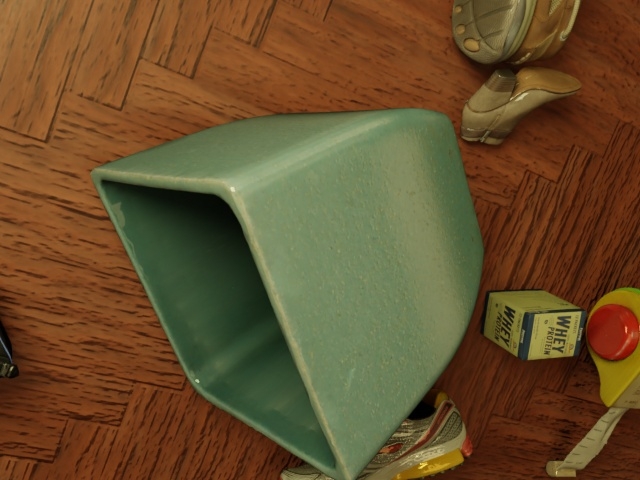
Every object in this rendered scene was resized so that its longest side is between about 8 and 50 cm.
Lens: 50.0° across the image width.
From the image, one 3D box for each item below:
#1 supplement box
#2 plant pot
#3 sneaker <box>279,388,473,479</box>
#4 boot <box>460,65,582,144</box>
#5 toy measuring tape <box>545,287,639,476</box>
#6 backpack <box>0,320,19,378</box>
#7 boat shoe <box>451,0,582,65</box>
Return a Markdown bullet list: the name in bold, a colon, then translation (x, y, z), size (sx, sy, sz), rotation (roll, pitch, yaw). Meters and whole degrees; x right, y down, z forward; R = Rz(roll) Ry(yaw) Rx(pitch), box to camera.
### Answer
- **supplement box**: translation (0.249, 0.097, 0.807), size (0.083, 0.083, 0.056), rotation (-1, 105, -22)
- **plant pot**: translation (0.000, 0.000, 0.602), size (0.252, 0.248, 0.247), rotation (-34, 116, -30)
- **sneaker**: translation (0.058, 0.233, 0.781), size (0.225, 0.088, 0.092), rotation (-16, 90, -17)
- **boot**: translation (0.208, -0.141, 0.734), size (0.118, 0.042, 0.087), rotation (3, 137, -16)
- **toy measuring tape**: translation (0.372, 0.165, 0.888), size (0.121, 0.121, 0.330), rotation (8, 124, -24)
- **backpack**: translation (-0.327, 0.081, 0.569), size (0.114, 0.084, 0.105), rotation (-23, 112, -20)
- **boat shoe**: translation (0.224, -0.331, 0.665), size (0.116, 0.123, 0.324), rotation (3, 113, -26)
